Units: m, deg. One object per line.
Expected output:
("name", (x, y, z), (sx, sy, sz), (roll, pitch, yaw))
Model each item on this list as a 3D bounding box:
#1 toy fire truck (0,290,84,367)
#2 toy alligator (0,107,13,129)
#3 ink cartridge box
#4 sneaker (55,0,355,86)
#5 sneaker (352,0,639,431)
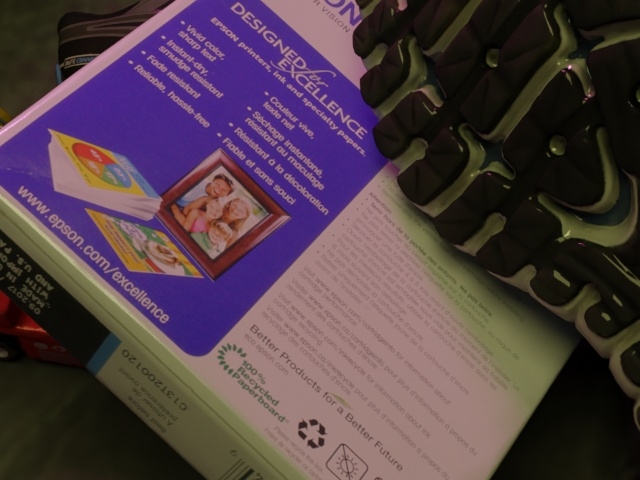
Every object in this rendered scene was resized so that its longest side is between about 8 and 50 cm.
("toy fire truck", (-0.137, -0.003, 0.573), (0.192, 0.135, 0.047), (9, 63, 9))
("toy alligator", (-0.149, -0.035, 0.639), (0.190, 0.051, 0.056), (14, 64, 11))
("ink cartridge box", (0.000, 0.000, 0.563), (0.206, 0.045, 0.208), (43, 47, 1))
("sneaker", (-0.030, -0.107, 0.662), (0.188, 0.067, 0.078), (-22, 69, -5))
("sneaker", (0.136, -0.019, 0.568), (0.147, 0.130, 0.330), (-16, 71, -54))
